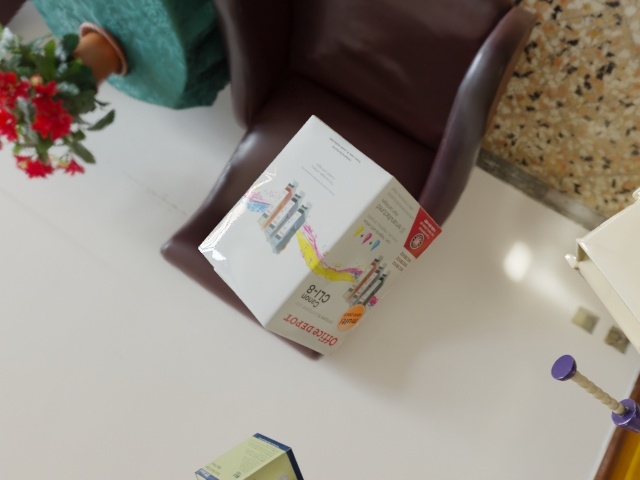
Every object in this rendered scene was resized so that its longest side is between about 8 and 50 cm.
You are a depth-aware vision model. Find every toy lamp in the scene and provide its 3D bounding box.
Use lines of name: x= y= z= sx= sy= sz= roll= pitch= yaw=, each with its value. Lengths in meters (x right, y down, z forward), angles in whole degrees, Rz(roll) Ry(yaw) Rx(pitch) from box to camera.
toy lamp: x=0.696 y=0.385 z=1.594 sx=0.274 sy=0.080 sz=0.080 roll=35 pitch=155 yaw=-12

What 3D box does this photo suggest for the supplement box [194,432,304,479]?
supplement box: x=-0.074 y=0.257 z=0.685 sx=0.083 sy=0.083 sz=0.056 roll=-7 pitch=106 yaw=58

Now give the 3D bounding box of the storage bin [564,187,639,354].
storage bin: x=0.296 y=0.096 z=0.395 sx=0.260 sy=0.123 sz=0.262 roll=25 pitch=-147 yaw=-54

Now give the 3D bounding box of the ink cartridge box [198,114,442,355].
ink cartridge box: x=0.000 y=0.000 z=0.634 sx=0.127 sy=0.176 sz=0.128 roll=45 pitch=-175 yaw=36
